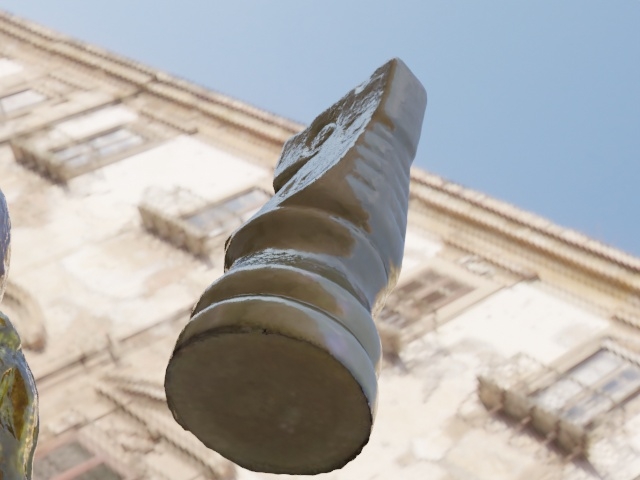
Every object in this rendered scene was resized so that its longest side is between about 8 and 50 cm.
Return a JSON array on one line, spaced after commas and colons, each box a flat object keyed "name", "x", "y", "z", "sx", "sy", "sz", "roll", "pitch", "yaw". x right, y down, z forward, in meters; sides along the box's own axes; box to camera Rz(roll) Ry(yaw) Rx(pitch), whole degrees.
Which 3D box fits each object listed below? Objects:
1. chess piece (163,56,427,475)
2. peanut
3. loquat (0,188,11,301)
[{"name": "chess piece", "x": 0.000, "y": 0.000, "z": 0.593, "sx": 0.090, "sy": 0.200, "sz": 0.090, "roll": 9, "pitch": -46, "yaw": 9}, {"name": "peanut", "x": -0.213, "y": 0.137, "z": 0.802, "sx": 0.087, "sy": 0.087, "sz": 0.207, "roll": -43, "pitch": -131, "yaw": 52}, {"name": "loquat", "x": -0.450, "y": 0.003, "z": 1.248, "sx": 0.328, "sy": 0.328, "sz": 0.329, "roll": 28, "pitch": -50, "yaw": 40}]
